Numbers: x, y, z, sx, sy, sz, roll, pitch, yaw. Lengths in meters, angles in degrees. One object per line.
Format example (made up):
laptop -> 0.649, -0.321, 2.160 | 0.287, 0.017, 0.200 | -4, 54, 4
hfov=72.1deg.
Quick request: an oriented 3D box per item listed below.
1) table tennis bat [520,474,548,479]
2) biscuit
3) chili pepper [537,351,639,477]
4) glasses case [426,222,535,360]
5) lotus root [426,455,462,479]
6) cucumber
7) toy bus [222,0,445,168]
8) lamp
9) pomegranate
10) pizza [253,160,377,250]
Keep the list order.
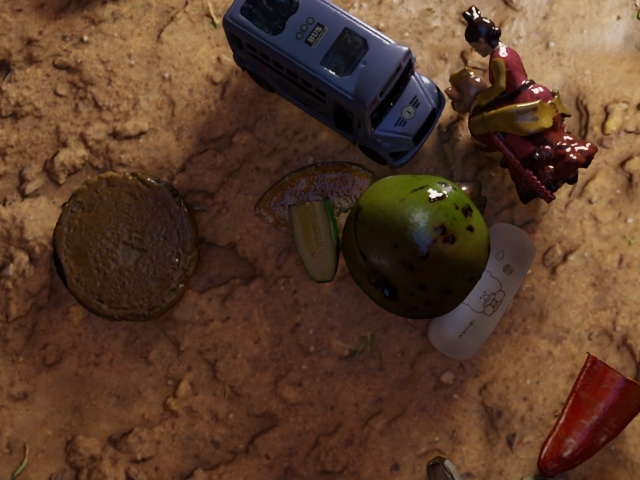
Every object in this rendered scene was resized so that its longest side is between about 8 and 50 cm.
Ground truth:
table tennis bat -> 0.297, 0.444, 0.566 | 0.154, 0.021, 0.274 | -8, 87, 4
biscuit -> -0.277, 0.007, 0.632 | 0.226, 0.042, 0.226 | 0, 84, 4
chili pepper -> 0.332, 0.233, 0.558 | 0.088, 0.065, 0.169 | 34, 93, 7
glasses case -> 0.212, 0.067, 0.583 | 0.074, 0.049, 0.193 | 31, 88, 7
lotus root -> 0.169, 0.326, 0.579 | 0.037, 0.030, 0.083 | -28, 80, 34
cucumber -> 0.000, 0.000, 0.567 | 0.067, 0.035, 0.107 | -10, 91, 35
toy bus -> 0.023, -0.224, 0.577 | 0.292, 0.133, 0.125 | 35, 89, 6
lamp -> 0.237, -0.170, 0.568 | 0.118, 0.118, 0.253 | -38, 85, 1
pomegranate -> 0.122, 0.000, 0.551 | 0.179, 0.210, 0.179 | 9, 109, 26
pizza -> -0.004, -0.039, 0.610 | 0.175, 0.046, 0.134 | -7, 90, 8
